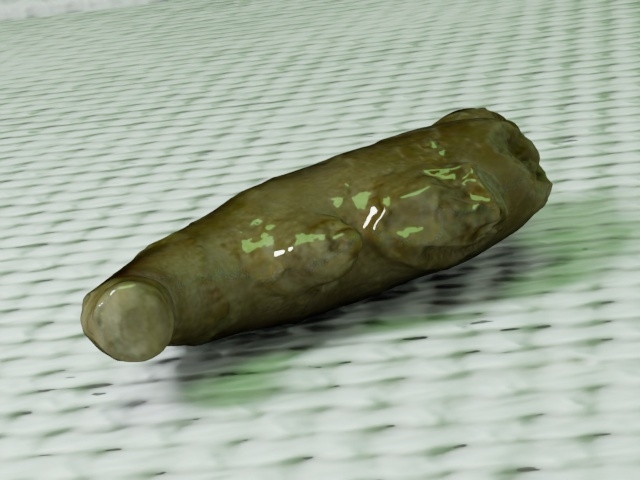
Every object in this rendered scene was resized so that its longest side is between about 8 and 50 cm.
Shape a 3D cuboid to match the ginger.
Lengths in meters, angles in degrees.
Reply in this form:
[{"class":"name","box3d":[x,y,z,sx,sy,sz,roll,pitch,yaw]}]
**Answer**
[{"class":"ginger","box3d":[0.002,-0.001,0.941,0.333,0.080,0.166,-26,7,-32]}]
